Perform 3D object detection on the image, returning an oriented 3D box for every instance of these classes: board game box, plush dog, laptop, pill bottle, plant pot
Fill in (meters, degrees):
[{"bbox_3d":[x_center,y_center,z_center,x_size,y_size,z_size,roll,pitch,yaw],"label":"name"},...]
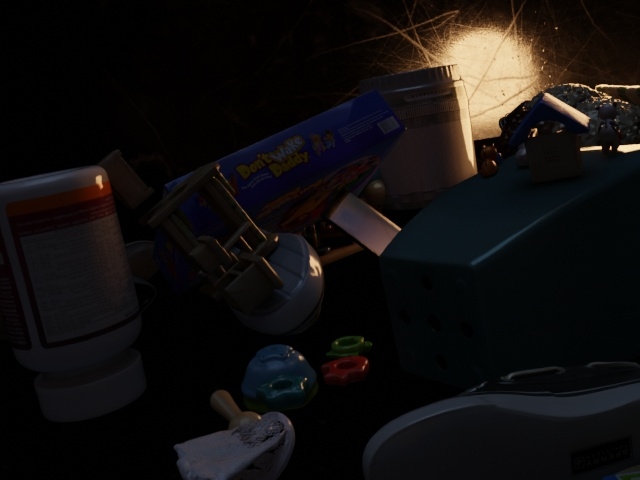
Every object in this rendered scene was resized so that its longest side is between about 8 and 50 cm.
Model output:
[{"bbox_3d":[-0.066,-0.067,1.029,0.347,0.078,0.233,-29,-12,-27],"label":"board game box"},{"bbox_3d":[0.405,-0.165,1.083,0.262,0.211,0.225,-11,38,-22],"label":"plush dog"},{"bbox_3d":[0.160,-0.029,0.938,0.264,0.137,0.234,-17,10,12],"label":"laptop"},{"bbox_3d":[-0.238,0.048,0.669,0.121,0.221,0.121,-10,11,2],"label":"pill bottle"},{"bbox_3d":[0.175,0.027,0.603,0.234,0.166,0.165,-21,15,-34],"label":"plant pot"}]

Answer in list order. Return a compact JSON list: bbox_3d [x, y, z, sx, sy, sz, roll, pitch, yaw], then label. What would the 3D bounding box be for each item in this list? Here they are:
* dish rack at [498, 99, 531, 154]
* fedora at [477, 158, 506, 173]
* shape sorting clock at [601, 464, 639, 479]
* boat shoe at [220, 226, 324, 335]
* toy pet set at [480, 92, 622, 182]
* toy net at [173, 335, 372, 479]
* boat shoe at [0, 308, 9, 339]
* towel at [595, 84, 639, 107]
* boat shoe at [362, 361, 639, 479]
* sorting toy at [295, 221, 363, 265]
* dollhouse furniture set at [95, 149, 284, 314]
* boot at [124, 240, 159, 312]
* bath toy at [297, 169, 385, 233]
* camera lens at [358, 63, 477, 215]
[{"bbox_3d":[0.470,-0.159,1.247,0.271,0.208,0.074,-6,-28,-28],"label":"dish rack"},{"bbox_3d":[0.398,-0.117,1.348,0.194,0.079,0.194,-12,10,2],"label":"fedora"},{"bbox_3d":[0.213,0.139,0.297,0.206,0.040,0.206,-9,7,1],"label":"shape sorting clock"},{"bbox_3d":[-0.049,0.052,0.811,0.109,0.094,0.302,-40,18,-5],"label":"boat shoe"},{"bbox_3d":[0.189,-0.095,0.605,0.122,0.065,0.114,-9,17,25],"label":"toy pet set"},{"bbox_3d":[-0.028,0.133,0.536,0.122,0.045,0.232,-5,13,13],"label":"toy net"},{"bbox_3d":[-0.463,0.094,0.915,0.103,0.113,0.302,-1,13,12],"label":"boat shoe"},{"bbox_3d":[0.576,-0.164,1.114,0.038,0.248,0.325,-48,5,12],"label":"towel"},{"bbox_3d":[0.125,0.116,0.419,0.219,0.078,0.070,-4,10,-13],"label":"boat shoe"},{"bbox_3d":[0.000,0.000,1.177,0.132,0.046,0.274,2,15,44],"label":"sorting toy"},{"bbox_3d":[-0.115,-0.035,0.700,0.101,0.182,0.161,-44,20,-16],"label":"dollhouse furniture set"},{"bbox_3d":[-0.289,0.058,1.054,0.189,0.076,0.208,-32,14,-28],"label":"boot"},{"bbox_3d":[-0.053,-0.061,1.334,0.348,0.129,0.151,-14,31,-19],"label":"bath toy"},{"bbox_3d":[0.194,-0.198,1.419,0.219,0.274,0.219,-9,11,2],"label":"camera lens"}]
